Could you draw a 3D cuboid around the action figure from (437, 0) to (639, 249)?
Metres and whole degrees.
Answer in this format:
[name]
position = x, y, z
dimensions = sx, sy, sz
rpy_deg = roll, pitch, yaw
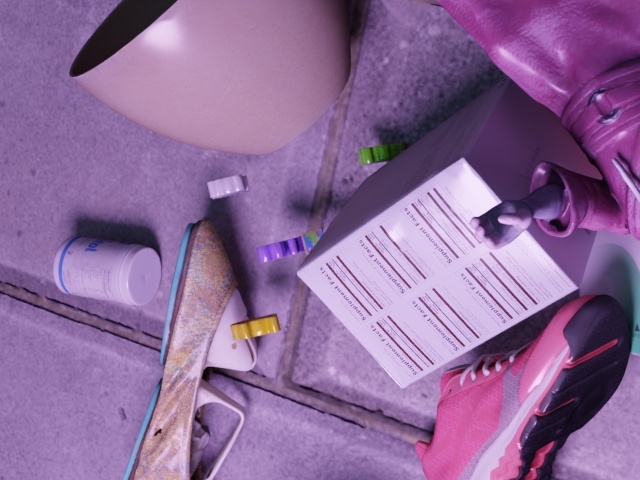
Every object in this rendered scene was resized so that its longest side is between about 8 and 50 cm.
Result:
[action figure]
position = 0.236, -0.106, 0.960
dimensions = 0.248, 0.276, 0.370
rpy_deg = -26, 75, 17

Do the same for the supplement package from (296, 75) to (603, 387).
[supplement package]
position = 0.125, -0.011, 1.063
dimensions = 0.203, 0.194, 0.149
rpy_deg = -35, 101, 36

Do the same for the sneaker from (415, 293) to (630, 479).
[sneaker]
position = 0.167, 0.150, 1.103
dimensions = 0.136, 0.116, 0.313
rpy_deg = 48, 134, 30

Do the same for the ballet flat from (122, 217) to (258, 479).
[ballet flat]
position = -0.129, 0.150, 1.294
dimensions = 0.123, 0.123, 0.348
rpy_deg = 20, 101, 24

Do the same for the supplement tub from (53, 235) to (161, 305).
[supplement tub]
position = -0.244, 0.034, 1.357
dimensions = 0.107, 0.071, 0.071
rpy_deg = 7, 96, 25

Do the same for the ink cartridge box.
[ink cartridge box]
position = 0.296, -0.010, 1.039
dimensions = 0.181, 0.056, 0.224
rpy_deg = -173, 79, -68

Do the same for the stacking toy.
[stacking toy]
position = 0.000, 0.000, 1.222
dimensions = 0.221, 0.052, 0.166
rpy_deg = -13, 90, 1

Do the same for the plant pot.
[plant pot]
position = -0.080, -0.196, 1.178
dimensions = 0.284, 0.284, 0.191
rpy_deg = -34, 115, 24
